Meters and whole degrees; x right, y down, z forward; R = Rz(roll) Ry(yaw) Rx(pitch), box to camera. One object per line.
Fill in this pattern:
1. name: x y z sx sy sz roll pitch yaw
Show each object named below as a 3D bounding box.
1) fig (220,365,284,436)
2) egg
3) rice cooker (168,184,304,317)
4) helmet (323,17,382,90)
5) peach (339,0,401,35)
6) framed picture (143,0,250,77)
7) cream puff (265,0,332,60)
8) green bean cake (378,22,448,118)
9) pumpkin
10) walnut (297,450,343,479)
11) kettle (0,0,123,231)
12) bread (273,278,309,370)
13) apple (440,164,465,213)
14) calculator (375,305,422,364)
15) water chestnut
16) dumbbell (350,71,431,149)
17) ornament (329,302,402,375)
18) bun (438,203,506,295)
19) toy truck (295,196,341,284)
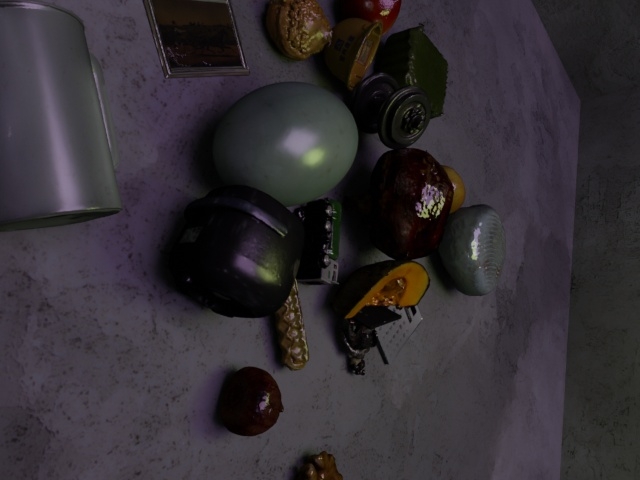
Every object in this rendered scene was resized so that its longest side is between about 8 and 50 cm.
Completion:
1. fig: -0.128 0.377 1.155 0.201 0.133 0.146 47 62 -44
2. egg: -0.071 -0.219 1.177 0.388 0.275 0.276 -23 102 -47
3. rice cooker: -0.173 0.029 1.058 0.267 0.267 0.225 41 59 -37
4. helmet: 0.074 -0.552 1.477 0.205 0.140 0.257 -65 171 23
5. peach: 0.155 -0.708 1.558 0.197 0.197 0.198 8 79 -47
6. framed picture: -0.275 -0.475 1.181 0.252 0.014 0.197 -23 102 -47
7. cream puff: -0.049 -0.568 1.362 0.189 0.129 0.189 4 84 -45
8. green bean cake: 0.309 -0.550 1.736 0.249 0.156 0.247 27 67 -43
9. pumpkin: 0.163 0.103 1.449 0.312 0.148 0.169 -5 121 -42
10. walnut: -0.005 0.618 1.295 0.143 0.069 0.170 -39 115 -45
11. kettle: -0.429 -0.187 0.834 0.264 0.205 0.319 -13 92 -45
12. bread: -0.086 0.137 1.263 0.084 0.077 0.368 -13 94 -47
13. apple: 0.415 -0.172 1.802 0.155 0.182 0.183 -33 112 -14
14. calculator: 0.251 0.262 1.664 0.261 0.021 0.161 -42 115 -42
15. water chestnut: 0.220 -0.109 1.499 0.350 0.301 0.351 7 90 -86
16. dumbbell: 0.207 -0.386 1.532 0.191 0.290 0.192 -19 128 -25
17. ornament: 0.105 0.283 1.463 0.166 0.153 0.196 -6 113 -47
18. bun: 0.552 0.036 1.897 0.354 0.194 0.355 -4 95 -50
19. toy truck: 0.000 0.000 1.364 0.125 0.101 0.243 31 60 -55
